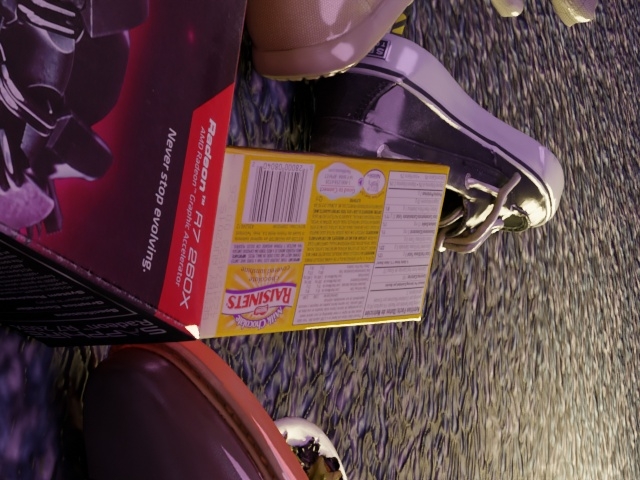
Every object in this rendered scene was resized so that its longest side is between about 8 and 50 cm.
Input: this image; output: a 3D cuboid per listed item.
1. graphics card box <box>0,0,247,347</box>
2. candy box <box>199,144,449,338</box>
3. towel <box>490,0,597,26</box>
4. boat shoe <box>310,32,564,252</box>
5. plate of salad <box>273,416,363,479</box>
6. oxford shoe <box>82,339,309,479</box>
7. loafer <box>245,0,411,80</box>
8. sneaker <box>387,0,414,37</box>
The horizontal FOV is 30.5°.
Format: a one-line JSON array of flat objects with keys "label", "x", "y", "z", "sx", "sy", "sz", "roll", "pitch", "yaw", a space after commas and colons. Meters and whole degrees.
[{"label": "graphics card box", "x": -0.153, "y": -0.122, "z": 0.408, "sx": 0.371, "sy": 0.094, "sz": 0.232, "roll": 39, "pitch": 53, "yaw": -55}, {"label": "candy box", "x": 0.000, "y": 0.000, "z": 0.693, "sx": 0.206, "sy": 0.027, "sz": 0.105, "roll": 0, "pitch": 106, "yaw": -49}, {"label": "towel", "x": 0.084, "y": -0.331, "z": 0.782, "sx": 0.324, "sy": 0.056, "sz": 0.312, "roll": 34, "pitch": 47, "yaw": -41}, {"label": "boat shoe", "x": 0.092, "y": -0.045, "z": 0.867, "sx": 0.306, "sy": 0.113, "sz": 0.104, "roll": 32, "pitch": 66, "yaw": -57}, {"label": "plate of salad", "x": -0.012, "y": 0.207, "z": 0.709, "sx": 0.200, "sy": 0.048, "sz": 0.199, "roll": 10, "pitch": 78, "yaw": -62}, {"label": "oxford shoe", "x": -0.060, "y": 0.221, "z": 0.537, "sx": 0.133, "sy": 0.130, "sz": 0.363, "roll": -16, "pitch": 94, "yaw": -45}, {"label": "loafer", "x": 0.029, "y": -0.204, "z": 0.766, "sx": 0.268, "sy": 0.102, "sz": 0.092, "roll": -61, "pitch": 145, "yaw": -45}, {"label": "sneaker", "x": 0.049, "y": -0.164, "z": 0.887, "sx": 0.083, "sy": 0.031, "sz": 0.035, "roll": -55, "pitch": 149, "yaw": -44}]
